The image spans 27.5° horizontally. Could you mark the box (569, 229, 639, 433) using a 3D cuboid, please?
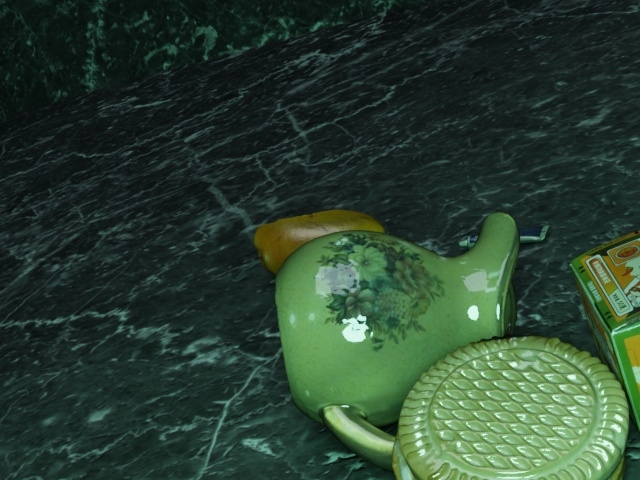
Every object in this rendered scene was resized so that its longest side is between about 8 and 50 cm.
[{"bbox_3d":[0.393,0.086,1.435,0.177,0.148,0.195,-18,22,5],"label":"box"}]

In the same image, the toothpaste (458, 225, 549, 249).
[{"bbox_3d":[0.270,-0.003,1.942,0.140,0.021,0.037,-8,32,28],"label":"toothpaste"}]

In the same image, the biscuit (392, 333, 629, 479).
[{"bbox_3d":[0.196,0.203,1.356,0.259,0.079,0.259,-8,38,7],"label":"biscuit"}]

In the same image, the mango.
[{"bbox_3d":[0.001,0.007,2.076,0.217,0.102,0.141,-10,0,20],"label":"mango"}]

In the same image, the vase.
[{"bbox_3d":[0.107,0.133,1.554,0.302,0.241,0.329,-8,50,0],"label":"vase"}]
